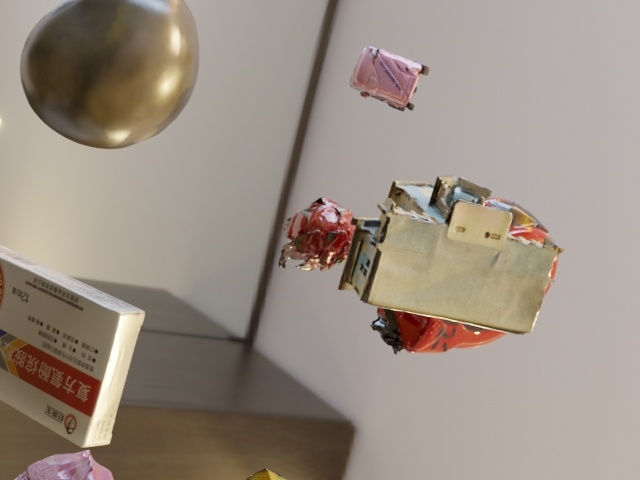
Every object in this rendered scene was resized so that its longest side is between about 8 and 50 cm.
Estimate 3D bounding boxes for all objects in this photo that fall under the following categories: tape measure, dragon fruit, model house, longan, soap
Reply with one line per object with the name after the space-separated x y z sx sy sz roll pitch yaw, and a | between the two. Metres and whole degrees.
0.231 0.056 1.596 0.114 0.260 0.253 51 -56 39 | tape measure
0.002 -0.007 1.729 0.142 0.130 0.121 -3 -108 29 | dragon fruit
0.155 0.001 1.385 0.206 0.270 0.178 -123 -136 -70 | model house
-0.243 -0.208 1.260 0.220 0.196 0.196 -37 -140 0 | longan
-0.474 0.502 1.897 0.127 0.220 0.325 66 -10 -24 | soap

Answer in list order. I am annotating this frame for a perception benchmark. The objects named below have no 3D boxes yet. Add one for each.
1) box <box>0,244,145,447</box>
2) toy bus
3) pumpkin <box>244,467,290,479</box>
-0.442 0.155 1.652 0.353 0.069 0.214 20 -83 34 | box
0.084 -0.208 1.352 0.203 0.090 0.063 -79 -169 -84 | toy bus
-0.019 0.442 1.305 0.148 0.169 0.312 -28 -110 27 | pumpkin
